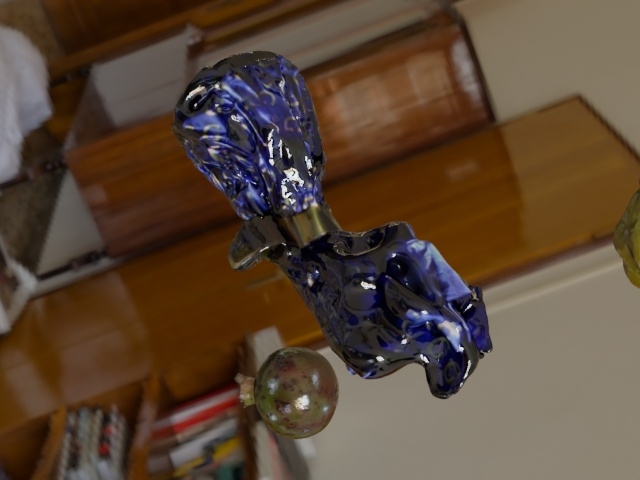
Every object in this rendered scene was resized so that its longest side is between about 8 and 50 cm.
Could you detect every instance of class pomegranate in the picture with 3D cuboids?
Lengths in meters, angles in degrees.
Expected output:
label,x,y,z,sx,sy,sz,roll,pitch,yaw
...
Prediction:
label,x,y,z,sx,sy,sz,roll,pitch,yaw
pomegranate,-0.038,0.201,1.632,0.130,0.130,0.130,-20,90,-87

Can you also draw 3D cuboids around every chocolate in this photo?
label,x,y,z,sx,sy,sz,roll,pitch,yaw
chocolate,0.002,0.001,0.987,0.343,0.148,0.126,53,-24,30

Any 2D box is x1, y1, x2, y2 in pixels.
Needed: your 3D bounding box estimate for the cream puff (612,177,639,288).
label,x,y,z,sx,sy,sz,roll,pitch,yaw
cream puff,0.473,-0.028,1.395,0.185,0.282,0.282,49,-9,34
